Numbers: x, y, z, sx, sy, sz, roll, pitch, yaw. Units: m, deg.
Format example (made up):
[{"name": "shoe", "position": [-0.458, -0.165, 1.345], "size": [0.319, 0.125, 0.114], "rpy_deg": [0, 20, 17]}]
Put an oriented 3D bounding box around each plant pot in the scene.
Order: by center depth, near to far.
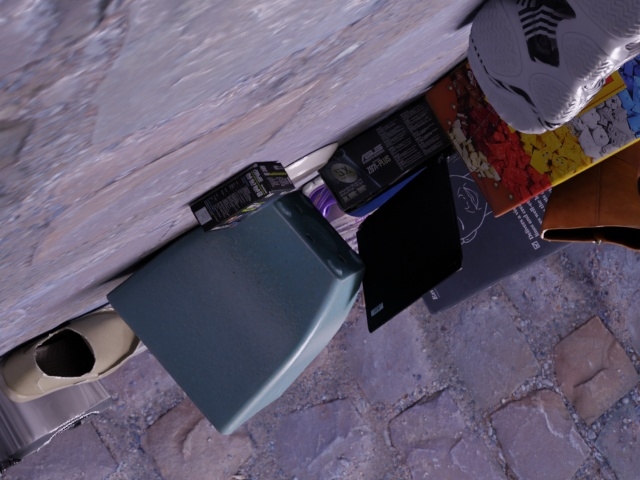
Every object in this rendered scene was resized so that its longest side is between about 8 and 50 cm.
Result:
[{"name": "plant pot", "position": [-0.086, 0.069, 1.823], "size": [0.252, 0.248, 0.247], "rpy_deg": [-43, 174, 18]}]

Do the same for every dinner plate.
[{"name": "dinner plate", "position": [-0.035, -0.085, 1.728], "size": [0.141, 0.017, 0.141], "rpy_deg": [-29, 177, -1]}]

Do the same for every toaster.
[{"name": "toaster", "position": [-0.446, 0.249, 2.070], "size": [0.227, 0.146, 0.129], "rpy_deg": [-30, 177, -38]}]

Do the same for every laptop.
[{"name": "laptop", "position": [0.166, -0.030, 1.832], "size": [0.264, 0.136, 0.234], "rpy_deg": [-34, 176, -40]}]

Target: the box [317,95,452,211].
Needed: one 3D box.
[{"name": "box", "position": [0.091, -0.116, 1.858], "size": [0.180, 0.077, 0.147], "rpy_deg": [-32, 178, 5]}]

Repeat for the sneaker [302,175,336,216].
[{"name": "sneaker", "position": [0.057, -0.093, 2.045], "size": [0.170, 0.071, 0.068], "rpy_deg": [-32, 178, 16]}]

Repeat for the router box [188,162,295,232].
[{"name": "router box", "position": [-0.086, -0.050, 1.511], "size": [0.092, 0.038, 0.122], "rpy_deg": [-32, 178, 12]}]

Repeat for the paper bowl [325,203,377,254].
[{"name": "paper bowl", "position": [0.000, 0.000, 2.201], "size": [0.284, 0.148, 0.284], "rpy_deg": [-24, 177, -1]}]

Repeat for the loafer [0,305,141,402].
[{"name": "loafer", "position": [-0.359, 0.169, 2.019], "size": [0.092, 0.102, 0.268], "rpy_deg": [-24, -178, 45]}]

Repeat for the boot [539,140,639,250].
[{"name": "boot", "position": [0.321, -0.084, 1.854], "size": [0.280, 0.264, 0.096], "rpy_deg": [-75, 174, -49]}]

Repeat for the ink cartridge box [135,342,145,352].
[{"name": "ink cartridge box", "position": [-0.273, 0.121, 2.284], "size": [0.208, 0.087, 0.153], "rpy_deg": [-30, 178, 18]}]

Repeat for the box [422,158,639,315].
[{"name": "box", "position": [0.298, -0.098, 2.242], "size": [0.395, 0.293, 0.212], "rpy_deg": [-32, 177, 43]}]

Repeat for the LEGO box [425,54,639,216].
[{"name": "LEGO box", "position": [0.439, -0.263, 1.694], "size": [0.500, 0.193, 0.372], "rpy_deg": [-29, 178, -32]}]

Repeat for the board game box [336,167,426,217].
[{"name": "board game box", "position": [0.102, -0.094, 2.080], "size": [0.168, 0.033, 0.133], "rpy_deg": [-32, -140, 14]}]

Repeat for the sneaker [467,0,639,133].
[{"name": "sneaker", "position": [0.285, -0.222, 1.233], "size": [0.210, 0.137, 0.366], "rpy_deg": [-27, 173, -21]}]
